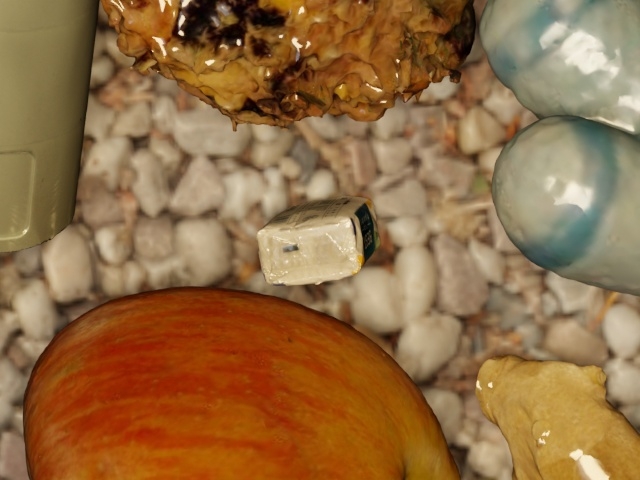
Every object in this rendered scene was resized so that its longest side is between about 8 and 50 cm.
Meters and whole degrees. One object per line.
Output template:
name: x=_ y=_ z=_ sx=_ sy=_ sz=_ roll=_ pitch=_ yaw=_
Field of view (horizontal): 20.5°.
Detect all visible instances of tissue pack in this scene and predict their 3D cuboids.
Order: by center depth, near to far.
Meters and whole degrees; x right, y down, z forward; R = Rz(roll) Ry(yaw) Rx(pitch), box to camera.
tissue pack: x=0.000 y=0.000 z=1.069 sx=0.062 sy=0.083 sz=0.042 roll=-10 pitch=99 yaw=11

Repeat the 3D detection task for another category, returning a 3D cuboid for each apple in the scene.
apple: x=-0.037 y=0.176 z=1.017 sx=0.302 sy=0.301 sz=0.301 roll=2 pitch=103 yaw=9

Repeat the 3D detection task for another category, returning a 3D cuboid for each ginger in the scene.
ginger: x=0.227 y=0.255 z=1.072 sx=0.363 sy=0.122 sz=0.348 roll=9 pitch=112 yaw=17

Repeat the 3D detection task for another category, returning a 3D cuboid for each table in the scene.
table: x=-0.193 y=-0.118 z=1.027 sx=0.126 sy=0.126 sz=0.220 roll=14 pitch=120 yaw=6

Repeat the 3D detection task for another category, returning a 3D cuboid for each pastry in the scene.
pastry: x=-0.002 y=-0.185 z=0.943 sx=0.193 sy=0.275 sz=0.274 roll=-13 pitch=102 yaw=44

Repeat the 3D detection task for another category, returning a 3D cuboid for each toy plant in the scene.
toy plant: x=0.220 y=-0.032 z=0.971 sx=0.247 sy=0.247 sz=0.332 roll=-44 pitch=86 yaw=15
